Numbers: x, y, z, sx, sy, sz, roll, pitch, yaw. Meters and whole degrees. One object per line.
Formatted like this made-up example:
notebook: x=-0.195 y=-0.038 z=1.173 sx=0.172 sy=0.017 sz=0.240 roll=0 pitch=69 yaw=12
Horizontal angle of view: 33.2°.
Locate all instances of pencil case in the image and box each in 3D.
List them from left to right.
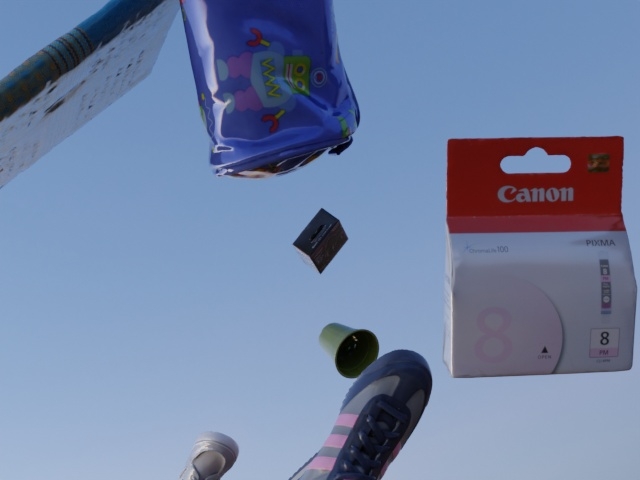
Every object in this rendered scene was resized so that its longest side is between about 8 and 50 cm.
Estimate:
pencil case: x=-0.046 y=-0.201 z=0.829 sx=0.133 sy=0.306 sz=0.119 roll=-9 pitch=5 yaw=-8

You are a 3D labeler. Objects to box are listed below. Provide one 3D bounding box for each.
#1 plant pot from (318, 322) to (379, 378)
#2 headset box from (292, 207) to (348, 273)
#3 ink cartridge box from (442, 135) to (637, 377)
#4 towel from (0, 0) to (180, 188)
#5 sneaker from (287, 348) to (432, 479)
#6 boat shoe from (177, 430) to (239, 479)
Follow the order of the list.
plant pot: x=0.038 y=0.168 z=1.715 sx=0.083 sy=0.083 sz=0.079 roll=-11 pitch=21 yaw=-30
headset box: x=0.000 y=0.000 z=1.373 sx=0.062 sy=0.032 sz=0.083 roll=-52 pitch=-19 yaw=-9
ink cartridge box: x=0.217 y=0.017 z=1.064 sx=0.189 sy=0.232 sz=0.066 roll=-1 pitch=14 yaw=-6
towel: x=-0.279 y=-0.113 z=0.998 sx=0.370 sy=0.040 sz=0.271 roll=-43 pitch=3 yaw=-25
sneaker: x=0.053 y=0.295 z=1.415 sx=0.112 sy=0.131 sz=0.319 roll=29 pitch=-78 yaw=-14
boat shoe: x=-0.167 y=0.326 z=1.497 sx=0.066 sy=0.063 sz=0.184 roll=28 pitch=-40 yaw=-12
